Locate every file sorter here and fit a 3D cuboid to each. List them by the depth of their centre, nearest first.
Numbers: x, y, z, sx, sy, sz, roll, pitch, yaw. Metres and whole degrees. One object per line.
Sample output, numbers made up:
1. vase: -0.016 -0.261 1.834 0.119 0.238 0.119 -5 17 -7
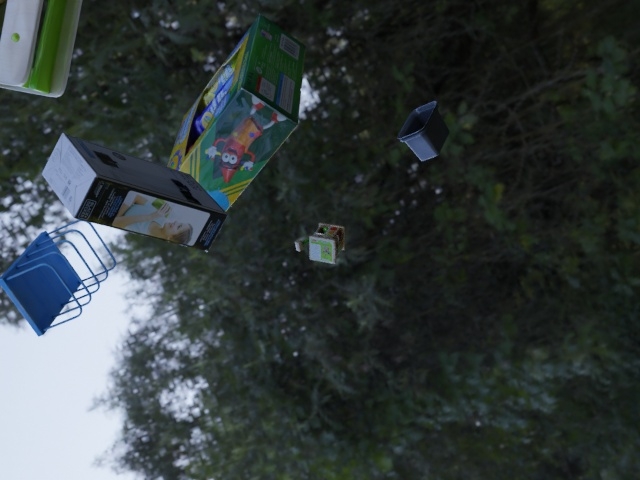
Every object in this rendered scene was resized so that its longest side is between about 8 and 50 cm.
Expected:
1. file sorter: -0.437 0.056 1.554 0.118 0.104 0.170 61 -159 -21

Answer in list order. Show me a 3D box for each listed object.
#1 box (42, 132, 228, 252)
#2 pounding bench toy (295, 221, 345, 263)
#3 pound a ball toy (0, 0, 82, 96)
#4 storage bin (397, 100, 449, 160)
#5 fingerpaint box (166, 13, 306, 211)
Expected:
1. box: -0.329 -0.083 1.646 0.290 0.087 0.169 18 -161 -44
2. pounding bench toy: 0.000 0.000 1.749 0.065 0.083 0.052 -56 -30 -54
3. pound a ball toy: -0.419 -0.370 1.225 0.208 0.136 0.319 -10 -69 -80
4. storage bin: 0.259 -0.264 2.274 0.091 0.098 0.135 52 -136 -22
5. fingerpaint box: -0.213 -0.300 2.255 0.163 0.371 0.445 32 -149 -19
